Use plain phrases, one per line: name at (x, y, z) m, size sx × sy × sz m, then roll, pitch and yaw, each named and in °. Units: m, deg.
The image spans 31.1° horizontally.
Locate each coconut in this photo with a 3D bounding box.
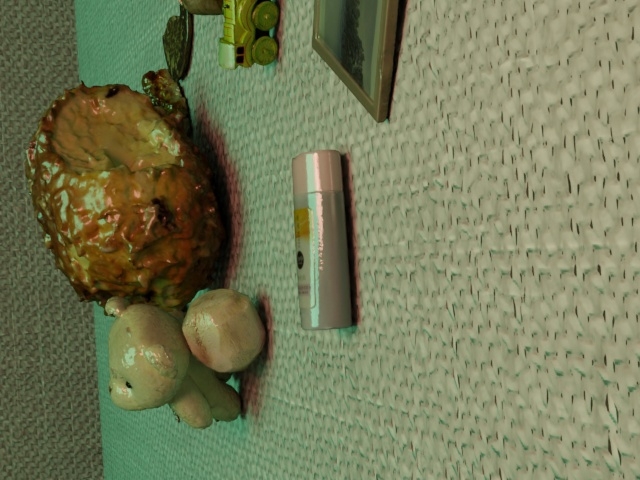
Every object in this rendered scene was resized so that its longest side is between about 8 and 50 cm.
coconut at (-0.132, 0.133, 1.613) m, size 0.110 × 0.110 × 0.124 m, roll 39°, pitch 151°, yaw 65°

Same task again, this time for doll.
doll at (-0.215, 0.195, 1.689) m, size 0.175 × 0.278 × 0.149 m, roll 36°, pitch 90°, yaw 38°

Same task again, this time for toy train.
toy train at (-0.088, -0.342, 1.445) m, size 0.053 × 0.085 × 0.250 m, roll 28°, pitch 120°, yaw 49°

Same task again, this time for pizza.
pizza at (-0.284, -0.236, 2.067) m, size 0.246 × 0.058 × 0.127 m, roll -116°, pitch 30°, yaw -43°

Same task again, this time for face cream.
face cream at (0.000, 0.000, 1.285) m, size 0.084 × 0.057 × 0.198 m, roll 167°, pitch 98°, yaw -70°

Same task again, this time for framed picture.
framed picture at (0.037, -0.293, 1.161) m, size 0.213 × 0.016 × 0.289 m, roll -122°, pitch 30°, yaw -53°

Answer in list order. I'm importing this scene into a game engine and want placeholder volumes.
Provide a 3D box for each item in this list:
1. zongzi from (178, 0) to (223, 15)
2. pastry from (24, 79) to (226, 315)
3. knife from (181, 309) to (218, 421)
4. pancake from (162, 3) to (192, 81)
zongzi at (-0.179, -0.413, 1.435) m, size 0.300 × 0.145 × 0.274 m, roll -33°, pitch -55°, yaw -62°
pastry at (-0.304, -0.047, 1.832) m, size 0.405 × 0.292 × 0.337 m, roll 49°, pitch 149°, yaw 43°
knife at (-0.229, 0.192, 2.019) m, size 0.089 × 0.043 × 0.365 m, roll 59°, pitch 177°, yaw -36°
pancake at (-0.250, -0.369, 2.007) m, size 0.190 × 0.020 × 0.184 m, roll -146°, pitch 55°, yaw -65°
